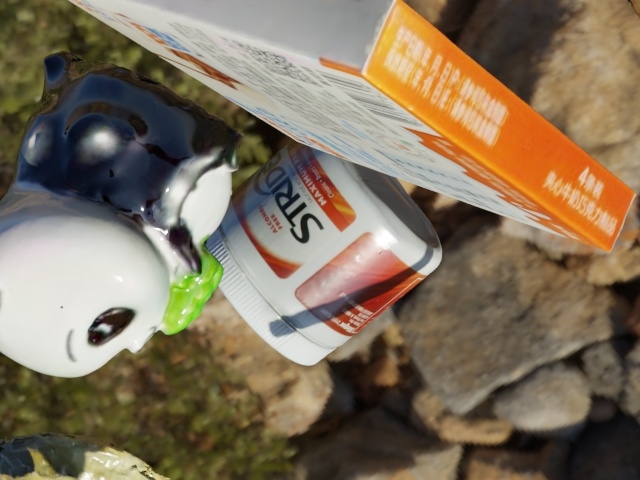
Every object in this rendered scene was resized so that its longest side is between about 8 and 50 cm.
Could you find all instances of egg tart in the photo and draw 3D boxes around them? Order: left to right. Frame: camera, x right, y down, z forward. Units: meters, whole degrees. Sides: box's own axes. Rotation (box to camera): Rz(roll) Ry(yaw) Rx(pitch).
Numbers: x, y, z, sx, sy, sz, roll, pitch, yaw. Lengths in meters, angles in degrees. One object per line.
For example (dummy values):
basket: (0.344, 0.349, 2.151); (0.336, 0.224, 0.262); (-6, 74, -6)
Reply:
egg tart: (-0.326, 0.320, 2.040); (0.252, 0.098, 0.232); (5, 151, 10)

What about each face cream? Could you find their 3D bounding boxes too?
face cream: (0.000, 0.000, 1.660); (0.187, 0.201, 0.201); (-40, 79, 13)

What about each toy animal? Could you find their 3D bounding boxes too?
toy animal: (-0.183, -0.008, 1.349); (0.212, 0.212, 0.267); (15, 79, 34)

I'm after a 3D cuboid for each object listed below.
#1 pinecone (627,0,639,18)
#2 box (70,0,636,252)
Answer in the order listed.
pinecone: (0.184, -0.093, 0.515); (0.173, 0.173, 0.174); (14, 114, 34)
box: (0.009, -0.089, 0.891); (0.265, 0.273, 0.048); (22, 86, 39)
